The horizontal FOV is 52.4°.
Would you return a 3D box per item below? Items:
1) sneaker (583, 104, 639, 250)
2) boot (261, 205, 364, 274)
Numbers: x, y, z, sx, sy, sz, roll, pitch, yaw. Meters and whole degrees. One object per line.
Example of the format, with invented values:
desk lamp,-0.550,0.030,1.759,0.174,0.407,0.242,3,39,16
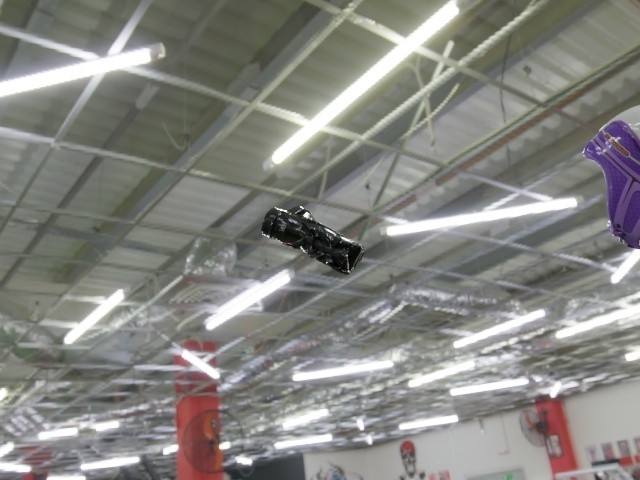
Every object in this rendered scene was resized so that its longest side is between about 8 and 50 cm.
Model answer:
sneaker,0.234,-0.006,0.433,0.068,0.170,0.071,-11,-16,-42
boot,0.000,0.000,0.697,0.099,0.045,0.121,24,6,17
